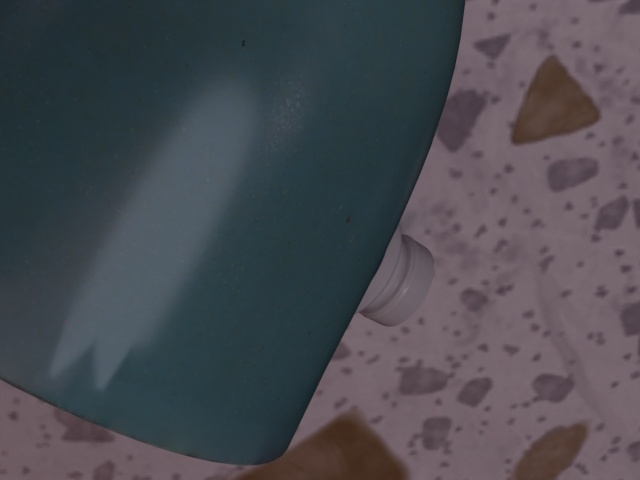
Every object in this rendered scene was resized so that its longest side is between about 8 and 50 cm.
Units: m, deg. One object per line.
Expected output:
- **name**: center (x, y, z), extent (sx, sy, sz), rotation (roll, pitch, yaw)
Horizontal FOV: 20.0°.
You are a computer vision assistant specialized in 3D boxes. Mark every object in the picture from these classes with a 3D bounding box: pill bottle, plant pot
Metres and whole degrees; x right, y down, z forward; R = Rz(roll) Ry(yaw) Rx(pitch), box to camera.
- **pill bottle**: center (0.000, 0.000, 0.962), extent (0.120, 0.067, 0.067), rotation (29, 113, -29)
- **plant pot**: center (-0.078, -0.086, 0.759), extent (0.293, 0.293, 0.235), rotation (28, 98, -29)
